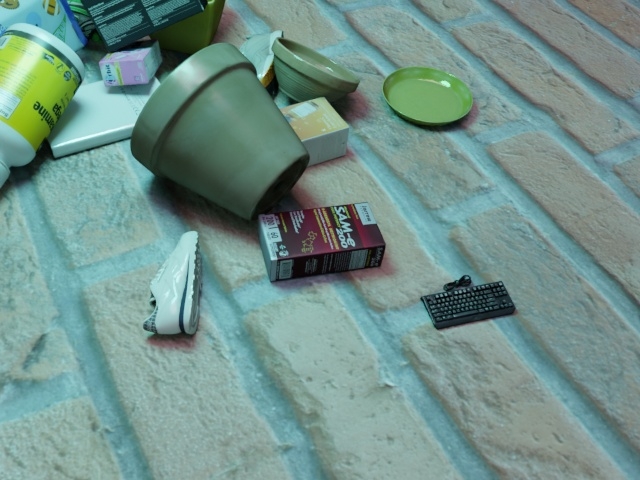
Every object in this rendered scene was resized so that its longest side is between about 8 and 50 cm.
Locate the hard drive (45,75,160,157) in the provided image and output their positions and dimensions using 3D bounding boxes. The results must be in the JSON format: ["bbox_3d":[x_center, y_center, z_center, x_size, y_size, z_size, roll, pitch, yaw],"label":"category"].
[{"bbox_3d":[-0.520,-0.313,1.643,0.308,0.040,0.203,-21,54,-23],"label":"hard drive"}]

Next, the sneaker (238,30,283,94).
[{"bbox_3d":[-0.166,-0.466,1.798,0.121,0.099,0.262,2,41,5],"label":"sneaker"}]

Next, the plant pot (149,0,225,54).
[{"bbox_3d":[-0.368,-0.626,1.841,0.212,0.187,0.212,10,48,1],"label":"plant pot"}]

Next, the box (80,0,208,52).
[{"bbox_3d":[-0.431,-0.597,1.638,0.261,0.184,0.103,-20,30,9],"label":"box"}]

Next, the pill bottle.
[{"bbox_3d":[-0.668,-0.284,1.466,0.188,0.188,0.333,19,69,10],"label":"pill bottle"}]

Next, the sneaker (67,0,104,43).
[{"bbox_3d":[-0.636,-0.588,1.794,0.344,0.146,0.134,5,25,28],"label":"sneaker"}]

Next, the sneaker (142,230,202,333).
[{"bbox_3d":[-0.279,0.074,1.305,0.095,0.090,0.235,-3,47,3],"label":"sneaker"}]

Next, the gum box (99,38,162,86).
[{"bbox_3d":[-0.468,-0.446,1.698,0.107,0.062,0.188,-4,31,3],"label":"gum box"}]

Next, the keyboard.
[{"bbox_3d":[0.294,0.115,1.375,0.180,0.023,0.108,-9,50,-15],"label":"keyboard"}]

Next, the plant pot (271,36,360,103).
[{"bbox_3d":[-0.028,-0.407,1.712,0.238,0.109,0.237,24,22,-10],"label":"plant pot"}]

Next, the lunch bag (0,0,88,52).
[{"bbox_3d":[-0.845,-0.513,1.663,0.386,0.238,0.327,14,47,26],"label":"lunch bag"}]

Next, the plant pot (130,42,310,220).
[{"bbox_3d":[-0.185,-0.202,1.436,0.280,0.323,0.323,41,55,7],"label":"plant pot"}]

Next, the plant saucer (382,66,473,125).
[{"bbox_3d":[0.279,-0.375,1.797,0.241,0.037,0.240,4,49,-4],"label":"plant saucer"}]

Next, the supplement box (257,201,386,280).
[{"bbox_3d":[0.000,0.000,1.408,0.240,0.073,0.130,-8,50,-14],"label":"supplement box"}]

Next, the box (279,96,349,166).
[{"bbox_3d":[-0.039,-0.251,1.613,0.171,0.091,0.130,-20,54,-23],"label":"box"}]
